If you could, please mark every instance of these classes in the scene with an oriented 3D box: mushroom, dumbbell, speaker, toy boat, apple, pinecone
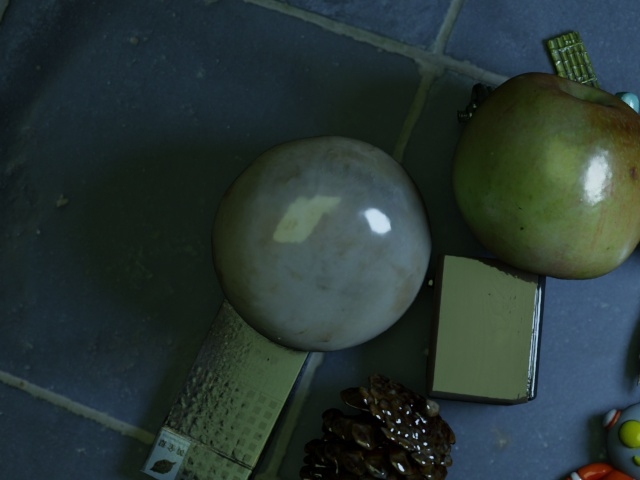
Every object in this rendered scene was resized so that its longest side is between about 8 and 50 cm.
[{"bbox_3d":[0.000,0.000,1.803,0.362,0.294,0.362,-3,103,-11],"label":"mushroom"},{"bbox_3d":[0.361,-0.218,1.867,0.255,0.110,0.110,-3,81,-1],"label":"dumbbell"},{"bbox_3d":[0.263,0.151,1.790,0.193,0.153,0.230,5,82,6],"label":"speaker"},{"bbox_3d":[0.441,-0.304,1.908,0.063,0.016,0.115,-19,80,4],"label":"toy boat"},{"bbox_3d":[0.366,-0.109,1.695,0.319,0.319,0.277,21,124,9],"label":"apple"},{"bbox_3d":[0.096,0.341,1.752,0.224,0.224,0.272,42,116,10],"label":"pinecone"}]

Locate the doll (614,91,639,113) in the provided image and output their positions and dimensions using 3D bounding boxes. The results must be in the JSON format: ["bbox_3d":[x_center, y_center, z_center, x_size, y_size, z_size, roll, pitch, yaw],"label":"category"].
[{"bbox_3d":[0.516,-0.168,1.848,0.159,0.059,0.158,15,98,-11],"label":"doll"}]

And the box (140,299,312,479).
[{"bbox_3d":[-0.155,0.284,1.870,0.180,0.047,0.324,25,84,10],"label":"box"}]

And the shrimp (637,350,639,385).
[{"bbox_3d":[0.605,0.151,1.805,0.144,0.052,0.251,27,84,7],"label":"shrimp"}]

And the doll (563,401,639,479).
[{"bbox_3d":[0.504,0.381,1.751,0.200,0.105,0.336,30,87,27],"label":"doll"}]
